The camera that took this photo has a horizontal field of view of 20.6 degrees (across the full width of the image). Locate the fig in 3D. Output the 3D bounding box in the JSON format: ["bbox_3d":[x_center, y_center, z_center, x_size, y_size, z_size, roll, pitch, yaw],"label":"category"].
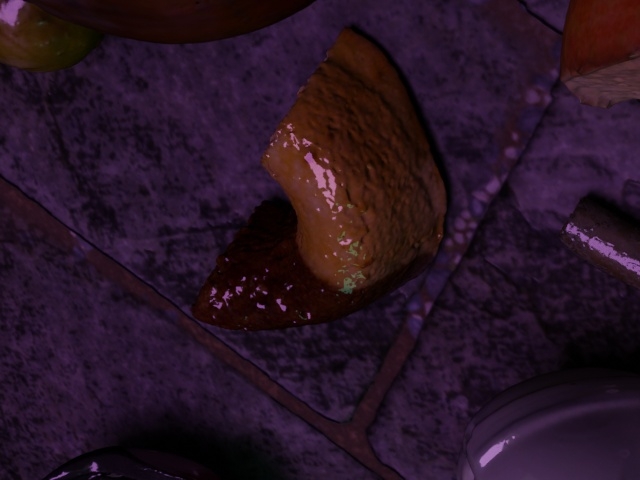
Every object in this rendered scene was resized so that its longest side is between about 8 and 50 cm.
[{"bbox_3d":[-0.230,-0.201,1.409,0.120,0.136,0.153,7,163,-6],"label":"fig"}]

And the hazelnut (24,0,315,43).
[{"bbox_3d":[-0.125,-0.316,1.106,0.359,0.359,0.409,8,138,32],"label":"hazelnut"}]

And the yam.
[{"bbox_3d":[0.219,0.007,1.275,0.094,0.043,0.043,29,131,16],"label":"yam"}]

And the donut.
[{"bbox_3d":[0.000,0.000,1.381,0.151,0.112,0.295,39,134,12],"label":"donut"}]

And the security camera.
[{"bbox_3d":[0.185,0.217,1.333,0.191,0.197,0.277,-1,123,-11],"label":"security camera"}]

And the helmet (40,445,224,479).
[{"bbox_3d":[-0.156,0.284,1.650,0.253,0.154,0.198,-3,97,17],"label":"helmet"}]

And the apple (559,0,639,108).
[{"bbox_3d":[0.287,-0.155,0.990,0.251,0.293,0.163,169,105,-69],"label":"apple"}]
